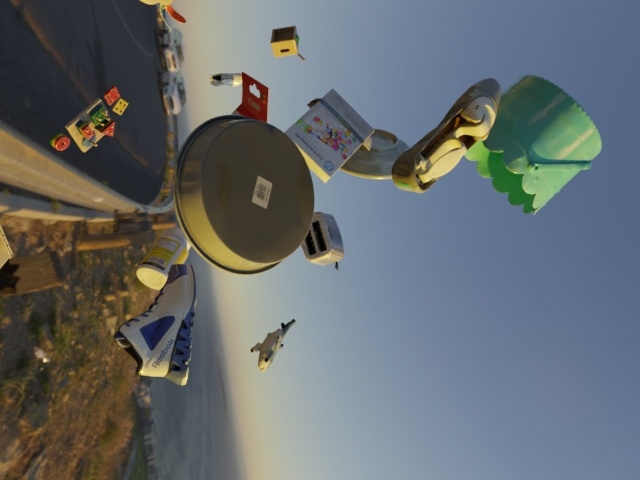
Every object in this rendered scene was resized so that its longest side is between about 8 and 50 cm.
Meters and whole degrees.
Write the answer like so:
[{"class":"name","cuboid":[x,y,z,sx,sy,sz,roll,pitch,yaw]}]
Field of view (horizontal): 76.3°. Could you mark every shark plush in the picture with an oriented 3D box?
[{"class":"shark plush","cuboid":[-0.129,0.285,1.141,0.073,0.161,0.067,5,-37,36]}]

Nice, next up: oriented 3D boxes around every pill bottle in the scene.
[{"class":"pill bottle","cuboid":[-0.539,0.059,1.429,0.209,0.119,0.119,-72,171,-45]}]

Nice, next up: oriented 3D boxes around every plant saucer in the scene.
[{"class":"plant saucer","cuboid":[0.233,-0.405,1.787,0.401,0.400,0.101,-116,-157,-48]}]

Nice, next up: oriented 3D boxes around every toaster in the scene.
[{"class":"toaster","cuboid":[0.000,0.000,1.465,0.146,0.129,0.227,17,57,-69]}]

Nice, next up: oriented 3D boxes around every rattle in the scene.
[{"class":"rattle","cuboid":[-0.427,-0.621,0.982,0.200,0.142,0.130,58,45,-76]}]

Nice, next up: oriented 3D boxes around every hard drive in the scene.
[{"class":"hard drive","cuboid":[0.079,-0.445,1.546,0.054,0.254,0.172,-54,-149,-2]}]

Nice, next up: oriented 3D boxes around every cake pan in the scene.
[{"class":"cake pan","cuboid":[-0.117,-0.083,0.732,0.054,0.293,0.294,-3,-83,44]}]

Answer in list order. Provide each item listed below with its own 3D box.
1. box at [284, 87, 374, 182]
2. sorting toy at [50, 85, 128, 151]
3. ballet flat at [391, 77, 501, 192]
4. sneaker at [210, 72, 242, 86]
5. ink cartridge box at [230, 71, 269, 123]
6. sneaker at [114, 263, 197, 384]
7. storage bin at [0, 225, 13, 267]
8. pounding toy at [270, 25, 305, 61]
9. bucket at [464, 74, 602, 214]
[{"class":"box","cuboid":[0.020,-0.248,0.958,0.145,0.186,0.038,44,-23,-5]},{"class":"sorting toy","cuboid":[-0.685,-0.350,1.253,0.046,0.275,0.132,34,-22,3]},{"class":"ballet flat","cuboid":[0.191,-0.141,0.561,0.072,0.213,0.068,50,-6,-29]},{"class":"sneaker","cuboid":[-0.407,-0.704,1.777,0.061,0.152,0.054,-146,-133,-83]},{"class":"ink cartridge box","cuboid":[-0.313,-0.450,1.639,0.308,0.091,0.385,47,-43,47]},{"class":"sneaker","cuboid":[-0.421,0.203,1.044,0.127,0.182,0.316,133,-41,-53]},{"class":"storage bin","cuboid":[-0.876,0.028,0.932,0.262,0.123,0.261,-89,-170,-49]},{"class":"pounding toy","cuboid":[-0.143,-0.883,1.844,0.100,0.141,0.130,72,17,-57]},{"class":"bucket","cuboid":[0.459,-0.215,0.918,0.281,0.183,0.281,45,13,-14]}]
